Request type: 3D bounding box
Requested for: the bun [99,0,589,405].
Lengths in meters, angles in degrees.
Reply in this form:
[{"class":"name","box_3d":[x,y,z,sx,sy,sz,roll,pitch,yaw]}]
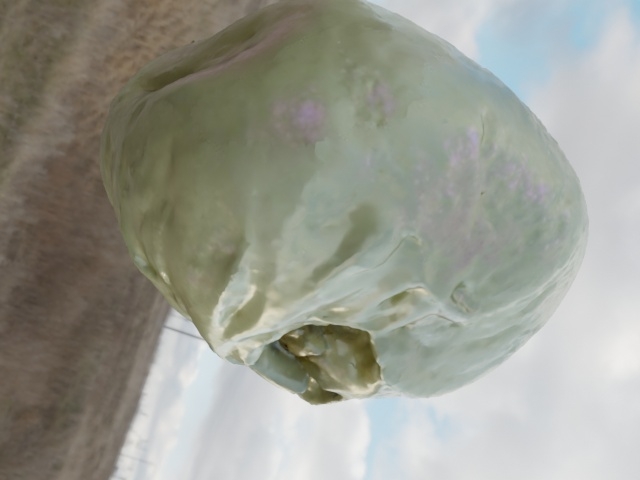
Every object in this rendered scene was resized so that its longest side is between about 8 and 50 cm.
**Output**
[{"class":"bun","box_3d":[0.000,0.000,0.592,0.213,0.361,0.361,-66,-174,-24]}]
